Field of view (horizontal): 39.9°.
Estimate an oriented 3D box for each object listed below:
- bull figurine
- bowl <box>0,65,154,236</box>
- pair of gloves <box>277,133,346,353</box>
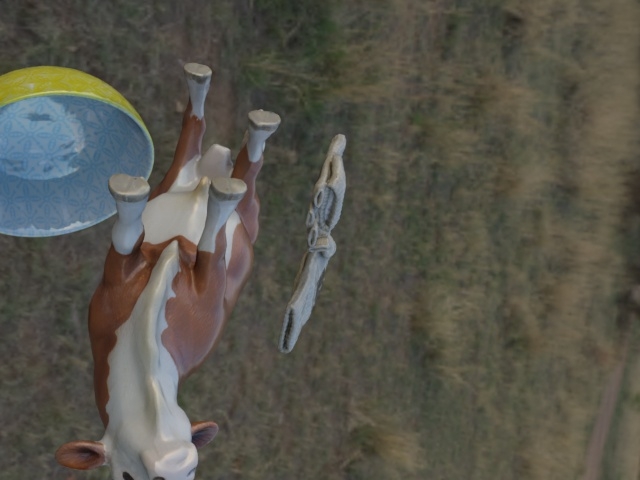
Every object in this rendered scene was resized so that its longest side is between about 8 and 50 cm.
[{"bbox_3d":[-0.095,0.016,0.599,0.310,0.101,0.188,-87,-168,-57],"label":"bull figurine"},{"bbox_3d":[-0.399,-0.155,1.271,0.156,0.289,0.289,66,5,33],"label":"bowl"},{"bbox_3d":[0.000,0.000,1.114,0.204,0.042,0.240,-72,175,-67],"label":"pair of gloves"}]
